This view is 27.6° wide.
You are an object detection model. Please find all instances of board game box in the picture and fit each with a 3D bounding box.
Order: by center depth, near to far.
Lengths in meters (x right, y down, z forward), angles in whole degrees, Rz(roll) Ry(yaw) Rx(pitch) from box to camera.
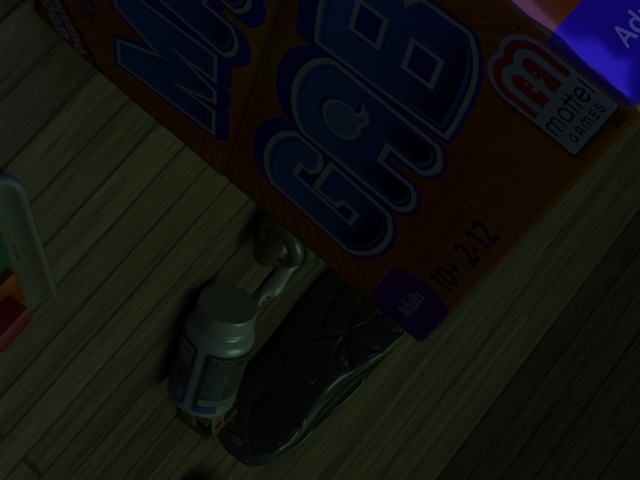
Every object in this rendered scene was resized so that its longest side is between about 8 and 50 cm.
[{"bbox_3d":[0.079,-0.223,0.797,0.356,0.356,0.356,-47,175,-24],"label":"board game box"}]

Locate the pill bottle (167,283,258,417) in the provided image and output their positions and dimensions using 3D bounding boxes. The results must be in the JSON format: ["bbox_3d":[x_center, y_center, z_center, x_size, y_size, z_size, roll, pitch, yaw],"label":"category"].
[{"bbox_3d":[-0.115,0.119,1.410,0.078,0.078,0.137,-32,150,-49],"label":"pill bottle"}]

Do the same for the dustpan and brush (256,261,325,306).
[{"bbox_3d":[0.000,0.000,1.546,0.211,0.060,0.147,-58,160,-15],"label":"dustpan and brush"}]

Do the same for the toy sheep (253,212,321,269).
[{"bbox_3d":[-0.020,-0.014,1.418,0.132,0.091,0.091,-39,155,-27],"label":"toy sheep"}]

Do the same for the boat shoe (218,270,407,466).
[{"bbox_3d":[0.002,0.151,1.699,0.355,0.132,0.130,-41,167,-15],"label":"boat shoe"}]

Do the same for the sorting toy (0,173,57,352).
[{"bbox_3d":[-0.279,0.067,0.992,0.196,0.047,0.347,-46,159,-25],"label":"sorting toy"}]

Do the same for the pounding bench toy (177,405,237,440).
[{"bbox_3d":[-0.123,0.182,1.528,0.083,0.052,0.065,-46,158,-27],"label":"pounding bench toy"}]
